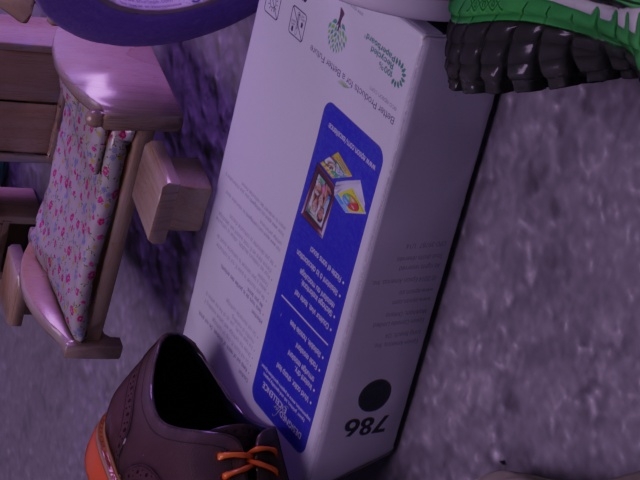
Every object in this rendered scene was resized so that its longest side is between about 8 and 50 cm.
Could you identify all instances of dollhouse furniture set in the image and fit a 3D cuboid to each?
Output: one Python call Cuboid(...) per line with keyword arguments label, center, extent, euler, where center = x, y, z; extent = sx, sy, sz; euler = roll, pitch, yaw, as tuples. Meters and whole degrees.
Cuboid(label="dollhouse furniture set", center=(-0.232, -0.015, 1.270), extent=(0.355, 0.174, 0.303), euler=(-118, 38, -50))

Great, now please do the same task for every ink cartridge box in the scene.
Cuboid(label="ink cartridge box", center=(0.000, 0.000, 1.060), extent=(0.165, 0.065, 0.332), euler=(46, 129, 45))

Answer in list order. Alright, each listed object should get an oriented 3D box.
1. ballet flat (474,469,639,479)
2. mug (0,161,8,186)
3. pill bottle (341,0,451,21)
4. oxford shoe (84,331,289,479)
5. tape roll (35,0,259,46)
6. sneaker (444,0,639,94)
Cuboid(label="ballet flat", center=(0.125, 0.149, 0.859), extent=(0.248, 0.086, 0.086), euler=(-15, 81, 57))
Cuboid(label="mug", center=(-0.318, -0.060, 1.527), extent=(0.129, 0.097, 0.157), euler=(42, 128, 47))
Cuboid(label="pill bottle", center=(0.054, -0.208, 0.909), extent=(0.108, 0.108, 0.180), euler=(40, 125, 49))
Cuboid(label="oxford shoe", center=(-0.055, 0.158, 1.019), extent=(0.271, 0.097, 0.098), euler=(51, 128, 43))
Cuboid(label="tape roll", center=(-0.087, -0.201, 1.058), extent=(0.189, 0.189, 0.080), euler=(-55, 48, 45))
Cuboid(label="sneaker", center=(0.150, -0.136, 0.725), extent=(0.343, 0.134, 0.146), euler=(5, 105, 58))
